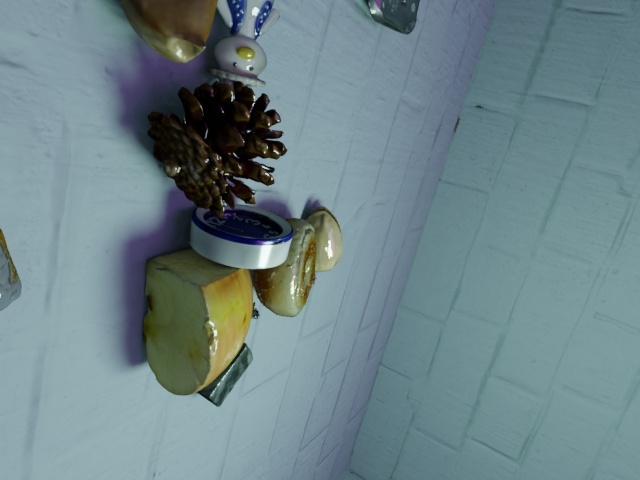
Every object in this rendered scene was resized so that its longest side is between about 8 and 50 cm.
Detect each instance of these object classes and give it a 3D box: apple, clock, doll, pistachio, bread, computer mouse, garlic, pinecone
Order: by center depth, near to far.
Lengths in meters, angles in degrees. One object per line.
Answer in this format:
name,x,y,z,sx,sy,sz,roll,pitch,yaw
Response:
garlic,-0.191,-0.441,0.727,0.338,0.196,0.151,-62,169,-17
pinecone,-0.182,-0.185,0.850,0.264,0.264,0.264,-42,144,-42
doll,-0.155,-0.422,0.887,0.138,0.119,0.293,2,111,-35
apple,-0.282,0.180,1.012,0.314,0.252,0.309,-108,-159,-69
clock,-0.181,-0.014,1.015,0.230,0.230,0.083,-22,130,-56
bread,-0.101,0.076,1.275,0.305,0.159,0.305,4,90,-81
computer mouse,0.196,-0.747,1.347,0.379,0.090,0.167,-8,111,-54
pistachio,0.000,0.000,1.485,0.157,0.157,0.229,-26,126,-54

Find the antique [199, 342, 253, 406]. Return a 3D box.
antique,-0.281,0.371,1.278,0.183,0.088,0.086,-54,151,-28

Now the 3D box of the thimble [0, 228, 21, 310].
thimble,-0.495,0.045,0.581,0.151,0.127,0.118,-35,140,-47

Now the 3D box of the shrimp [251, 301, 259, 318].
shrimp,-0.209,0.137,1.281,0.198,0.051,0.262,-64,151,-10
